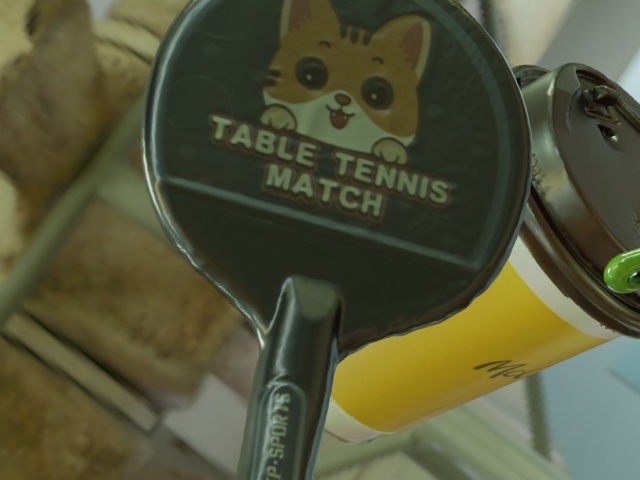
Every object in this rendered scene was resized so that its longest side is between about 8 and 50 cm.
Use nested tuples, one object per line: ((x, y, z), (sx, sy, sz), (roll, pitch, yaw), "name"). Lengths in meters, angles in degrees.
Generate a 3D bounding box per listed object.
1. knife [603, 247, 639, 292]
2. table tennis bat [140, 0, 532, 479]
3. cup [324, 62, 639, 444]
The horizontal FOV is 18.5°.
((0.234, -0.020, 0.935), (0.212, 0.015, 0.054), (-19, -42, 4), "knife")
((0.000, 0.000, 0.715), (0.027, 0.150, 0.236), (132, 152, -65), "table tennis bat")
((0.102, 0.019, 1.303), (0.280, 0.196, 0.196), (-34, -12, 29), "cup")
